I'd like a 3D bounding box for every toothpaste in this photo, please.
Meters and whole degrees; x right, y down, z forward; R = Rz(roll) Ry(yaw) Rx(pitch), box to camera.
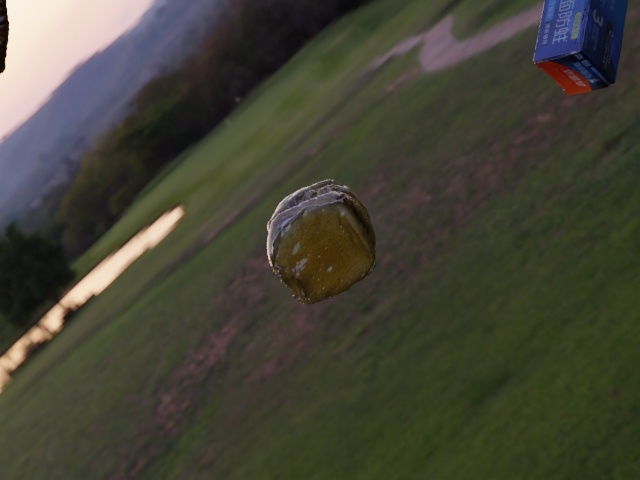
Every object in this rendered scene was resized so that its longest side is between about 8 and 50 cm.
[{"bbox_3d":[0.312,-0.324,1.369,0.066,0.076,0.320,-9,58,43],"label":"toothpaste"}]

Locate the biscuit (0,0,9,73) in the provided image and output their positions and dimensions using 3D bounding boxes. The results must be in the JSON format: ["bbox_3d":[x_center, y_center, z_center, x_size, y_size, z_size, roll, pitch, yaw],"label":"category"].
[{"bbox_3d":[-0.522,-0.293,1.512,0.305,0.305,0.038,-35,7,33],"label":"biscuit"}]

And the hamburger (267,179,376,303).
[{"bbox_3d":[0.000,0.000,2.500,0.244,0.244,0.163,-42,26,4],"label":"hamburger"}]
